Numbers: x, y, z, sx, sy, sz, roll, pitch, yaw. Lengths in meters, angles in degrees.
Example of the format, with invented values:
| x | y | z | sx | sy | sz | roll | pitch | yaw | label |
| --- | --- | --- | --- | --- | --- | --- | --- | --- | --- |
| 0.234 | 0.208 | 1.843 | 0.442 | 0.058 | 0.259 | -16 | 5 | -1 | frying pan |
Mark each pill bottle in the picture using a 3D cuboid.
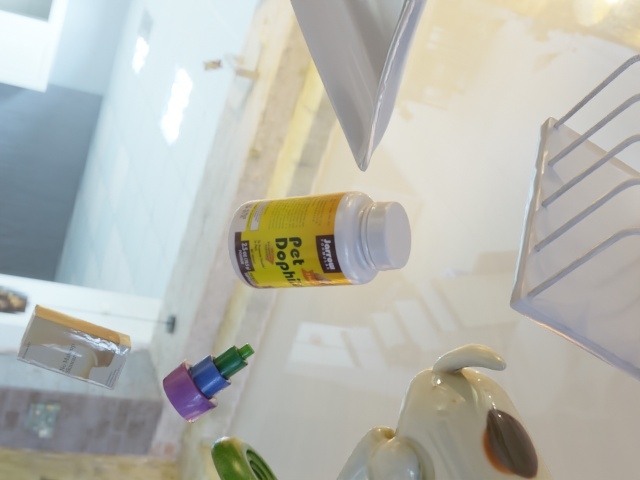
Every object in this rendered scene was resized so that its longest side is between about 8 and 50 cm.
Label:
| x | y | z | sx | sy | sz | roll | pitch | yaw | label |
| --- | --- | --- | --- | --- | --- | --- | --- | --- | --- |
| 0.000 | 0.000 | 1.236 | 0.215 | 0.117 | 0.117 | -4 | -107 | 28 | pill bottle |

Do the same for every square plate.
| x | y | z | sx | sy | sz | roll | pitch | yaw | label |
| --- | --- | --- | --- | --- | --- | --- | --- | --- | --- |
| 0.010 | -0.271 | 0.729 | 0.344 | 0.049 | 0.347 | 105 | -33 | -69 | square plate |

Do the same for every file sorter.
| x | y | z | sx | sy | sz | roll | pitch | yaw | label |
| --- | --- | --- | --- | --- | --- | --- | --- | --- | --- |
| 0.342 | -0.029 | 1.018 | 0.173 | 0.193 | 0.277 | -45 | -161 | 47 | file sorter |

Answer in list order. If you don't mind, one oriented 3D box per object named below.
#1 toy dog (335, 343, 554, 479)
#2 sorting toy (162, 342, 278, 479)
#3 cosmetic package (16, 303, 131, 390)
| x | y | z | sx | sy | sz | roll | pitch | yaw | label |
| --- | --- | --- | --- | --- | --- | --- | --- | --- | --- |
| 0.289 | 0.397 | 1.515 | 0.408 | 0.285 | 0.395 | 41 | -65 | 37 | toy dog |
| -0.024 | 0.266 | 1.102 | 0.126 | 0.365 | 0.127 | -36 | 176 | 4 | sorting toy |
| -0.279 | 0.121 | 1.115 | 0.060 | 0.115 | 0.041 | -67 | -161 | 9 | cosmetic package |
